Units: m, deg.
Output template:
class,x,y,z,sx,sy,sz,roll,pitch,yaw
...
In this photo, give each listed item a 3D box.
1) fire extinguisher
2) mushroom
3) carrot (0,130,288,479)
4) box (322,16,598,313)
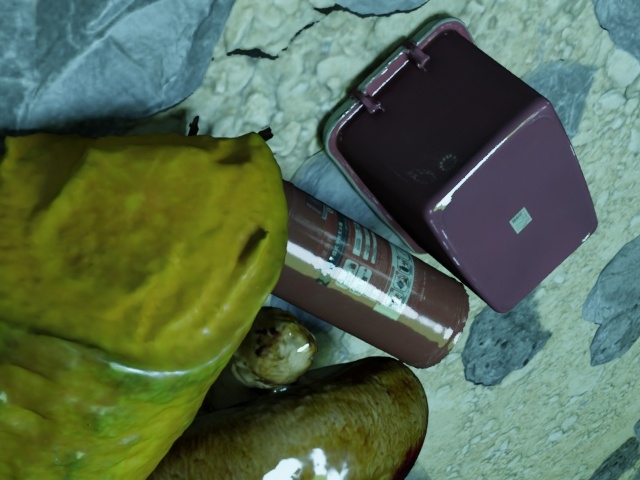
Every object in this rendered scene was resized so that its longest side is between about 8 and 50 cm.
class,x,y,z,sx,sy,sz,roll,pitch,yaw
fire extinguisher,0.000,0.000,0.760,0.337,0.106,0.147,30,122,-23
mushroom,-0.058,0.225,0.841,0.345,0.239,0.345,1,154,0
carrot,-0.187,0.063,0.611,0.242,0.241,0.340,10,120,-42
box,0.159,-0.063,0.831,0.193,0.167,0.294,-43,139,3
